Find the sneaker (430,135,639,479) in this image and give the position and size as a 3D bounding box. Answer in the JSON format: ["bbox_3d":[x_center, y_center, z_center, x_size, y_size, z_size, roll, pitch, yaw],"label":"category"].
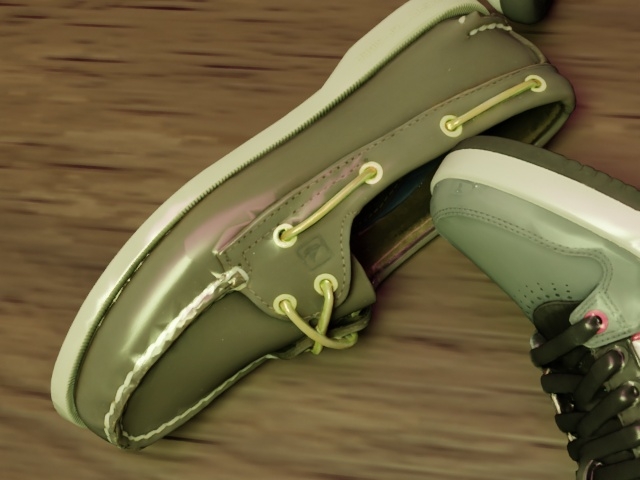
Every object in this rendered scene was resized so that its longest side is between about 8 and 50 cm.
[{"bbox_3d":[0.134,0.100,0.592,0.295,0.124,0.178,37,75,8],"label":"sneaker"}]

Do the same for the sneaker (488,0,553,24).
[{"bbox_3d":[0.069,-0.239,0.765,0.145,0.090,0.270,3,66,13],"label":"sneaker"}]

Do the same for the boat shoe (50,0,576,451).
[{"bbox_3d":[-0.001,-0.002,0.676,0.305,0.109,0.091,-44,63,-11],"label":"boat shoe"}]
